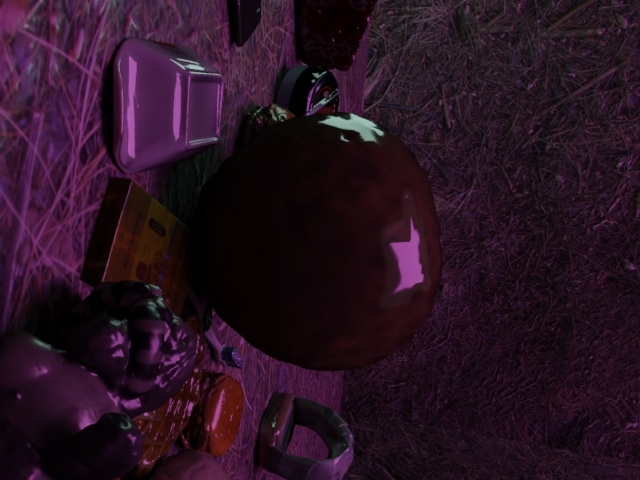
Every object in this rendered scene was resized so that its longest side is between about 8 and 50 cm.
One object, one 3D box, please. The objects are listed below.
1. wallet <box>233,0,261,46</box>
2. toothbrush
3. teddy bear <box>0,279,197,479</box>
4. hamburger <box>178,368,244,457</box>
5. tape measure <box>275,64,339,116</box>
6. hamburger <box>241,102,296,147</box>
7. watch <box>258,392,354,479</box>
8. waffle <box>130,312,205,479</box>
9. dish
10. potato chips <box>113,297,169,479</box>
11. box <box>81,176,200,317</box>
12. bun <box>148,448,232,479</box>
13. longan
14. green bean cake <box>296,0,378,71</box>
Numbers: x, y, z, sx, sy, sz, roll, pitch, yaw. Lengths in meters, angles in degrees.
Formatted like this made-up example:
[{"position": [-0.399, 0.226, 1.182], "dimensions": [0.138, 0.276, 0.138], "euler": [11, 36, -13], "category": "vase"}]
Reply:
[{"position": [-0.121, -0.443, 0.994], "dimensions": [0.124, 0.025, 0.245], "euler": [-71, 166, -49], "category": "wallet"}, {"position": [-0.191, 0.115, 1.010], "dimensions": [0.418, 0.040, 0.042], "euler": [76, 24, -55], "category": "toothbrush"}, {"position": [-0.205, 0.126, 0.544], "dimensions": [0.251, 0.171, 0.144], "euler": [-55, 131, -59], "category": "teddy bear"}, {"position": [-0.181, 0.289, 1.053], "dimensions": [0.147, 0.083, 0.138], "euler": [72, 31, -63], "category": "hamburger"}, {"position": [-0.029, -0.293, 1.397], "dimensions": [0.182, 0.107, 0.181], "euler": [-16, 118, -63], "category": "tape measure"}, {"position": [-0.089, -0.146, 1.205], "dimensions": [0.231, 0.106, 0.231], "euler": [2, 90, -75], "category": "hamburger"}, {"position": [-0.031, 0.523, 1.658], "dimensions": [0.253, 0.241, 0.162], "euler": [-64, 158, -63], "category": "watch"}, {"position": [-0.212, 0.206, 0.868], "dimensions": [0.214, 0.054, 0.208], "euler": [-60, 156, -59], "category": "waffle"}, {"position": [-0.177, -0.159, 0.766], "dimensions": [0.234, 0.064, 0.154], "euler": [-48, 145, -72], "category": "dish"}, {"position": [-0.238, 0.263, 0.705], "dimensions": [0.057, 0.080, 0.408], "euler": [155, -58, -82], "category": "potato chips"}, {"position": [-0.208, 0.019, 0.765], "dimensions": [0.193, 0.030, 0.122], "euler": [56, 42, -66], "category": "box"}, {"position": [-0.190, 0.440, 0.882], "dimensions": [0.287, 0.146, 0.288], "euler": [17, 90, -81], "category": "bun"}, {"position": [0.000, 0.000, 0.957], "dimensions": [0.391, 0.390, 0.392], "euler": [8, 90, -81], "category": "longan"}, {"position": [0.042, -0.502, 1.433], "dimensions": [0.097, 0.198, 0.233], "euler": [-69, 168, -50], "category": "green bean cake"}]
